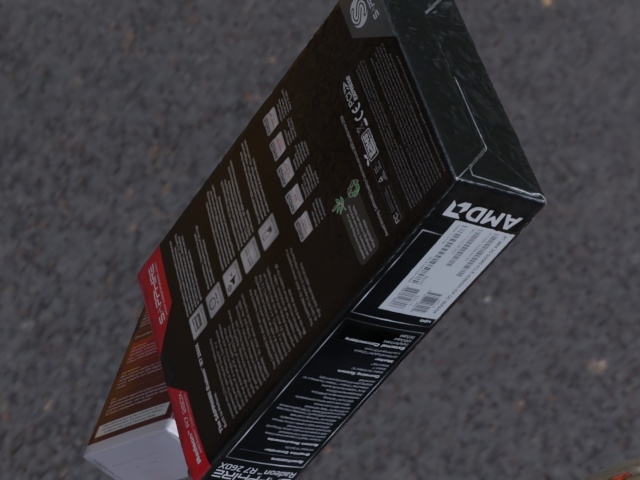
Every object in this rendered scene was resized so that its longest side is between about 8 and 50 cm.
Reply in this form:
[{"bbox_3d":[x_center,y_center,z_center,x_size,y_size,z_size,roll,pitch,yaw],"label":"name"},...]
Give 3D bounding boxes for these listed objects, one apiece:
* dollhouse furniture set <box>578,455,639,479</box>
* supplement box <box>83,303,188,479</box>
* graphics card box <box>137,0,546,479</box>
[{"bbox_3d":[0.209,0.212,0.783,0.262,0.135,0.259,-15,81,-42],"label":"dollhouse furniture set"},{"bbox_3d":[-0.125,0.112,1.686,0.073,0.130,0.239,40,50,-27],"label":"supplement box"},{"bbox_3d":[0.000,0.000,1.368,0.094,0.371,0.233,13,41,-32],"label":"graphics card box"}]
